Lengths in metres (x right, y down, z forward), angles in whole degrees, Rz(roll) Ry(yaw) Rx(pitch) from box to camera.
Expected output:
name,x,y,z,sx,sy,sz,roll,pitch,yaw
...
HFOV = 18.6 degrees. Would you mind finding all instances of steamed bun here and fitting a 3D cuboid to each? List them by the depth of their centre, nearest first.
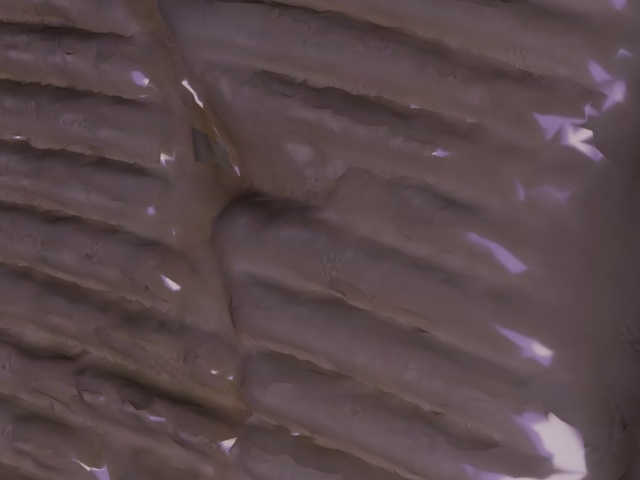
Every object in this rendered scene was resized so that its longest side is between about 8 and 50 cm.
name,x,y,z,sx,sy,sz,roll,pitch,yaw
steamed bun,0.000,0.000,0.611,0.342,0.255,0.367,11,84,30
